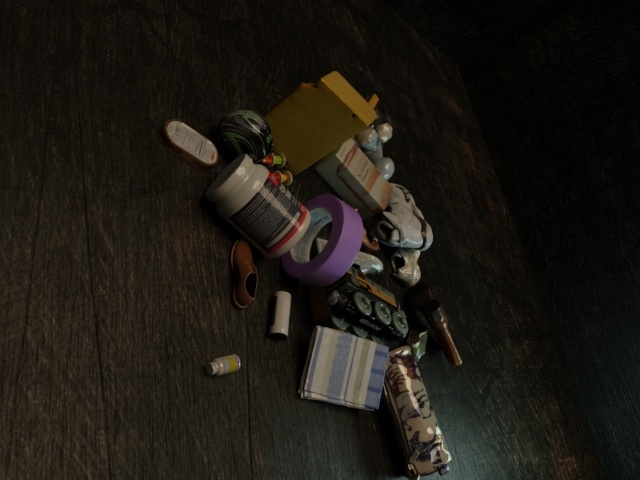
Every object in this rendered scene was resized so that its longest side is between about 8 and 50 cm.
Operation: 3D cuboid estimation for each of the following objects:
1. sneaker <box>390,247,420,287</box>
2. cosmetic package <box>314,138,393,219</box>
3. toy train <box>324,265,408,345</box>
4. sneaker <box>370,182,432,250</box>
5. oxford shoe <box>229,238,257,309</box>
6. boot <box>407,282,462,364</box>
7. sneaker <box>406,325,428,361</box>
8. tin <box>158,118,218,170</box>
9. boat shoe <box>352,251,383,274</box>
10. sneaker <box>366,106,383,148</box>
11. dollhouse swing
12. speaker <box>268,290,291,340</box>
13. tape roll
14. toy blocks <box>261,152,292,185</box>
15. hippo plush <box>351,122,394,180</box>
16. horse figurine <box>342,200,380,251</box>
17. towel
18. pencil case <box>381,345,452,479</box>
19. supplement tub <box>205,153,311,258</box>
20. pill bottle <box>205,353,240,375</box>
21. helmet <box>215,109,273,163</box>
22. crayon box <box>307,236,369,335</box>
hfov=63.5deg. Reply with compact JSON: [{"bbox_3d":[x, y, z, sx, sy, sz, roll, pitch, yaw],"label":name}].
[{"bbox_3d":[0.342,0.055,2.123,0.121,0.099,0.263,29,45,-31],"label":"sneaker"},{"bbox_3d":[0.135,-0.244,2.027,0.296,0.129,0.153,44,47,-21],"label":"cosmetic package"},{"bbox_3d":[0.145,0.201,1.615,0.333,0.142,0.190,31,36,-35],"label":"toy train"},{"bbox_3d":[0.289,-0.107,2.106,0.210,0.137,0.366,0,46,-35],"label":"sneaker"},{"bbox_3d":[-0.205,0.083,1.450,0.076,0.076,0.213,20,51,-40],"label":"oxford shoe"},{"bbox_3d":[0.461,0.325,2.063,0.281,0.096,0.264,62,-8,-24],"label":"boot"},{"bbox_3d":[0.368,0.393,1.961,0.192,0.064,0.086,-27,112,-65],"label":"sneaker"},{"bbox_3d":[-0.381,-0.278,1.511,0.189,0.040,0.106,32,49,-34],"label":"tin"},{"bbox_3d":[0.115,0.081,1.711,0.227,0.079,0.081,24,58,-33],"label":"boat shoe"},{"bbox_3d":[0.215,-0.495,2.353,0.228,0.130,0.087,66,9,-48],"label":"sneaker"},{"bbox_3d":[-0.006,-0.456,1.819,0.315,0.346,0.305,38,42,-28],"label":"dollhouse swing"},{"bbox_3d":[-0.115,0.217,1.485,0.055,0.055,0.136,32,45,-34],"label":"speaker"},{"bbox_3d":[0.000,0.000,1.584,0.090,0.274,0.275,30,46,-37],"label":"tape roll"},{"bbox_3d":[-0.172,-0.238,1.722,0.148,0.054,0.123,-10,75,-52],"label":"toy blocks"},{"bbox_3d":[0.187,-0.342,2.153,0.294,0.234,0.237,-142,-145,-75],"label":"hippo plush"},{"bbox_3d":[0.111,-0.061,1.942,0.263,0.066,0.175,27,42,-41],"label":"horse figurine"},{"bbox_3d":[0.075,0.382,1.531,0.284,0.034,0.210,21,74,-29],"label":"towel"},{"bbox_3d":[0.276,0.542,1.657,0.183,0.159,0.411,4,63,-62],"label":"pencil case"},{"bbox_3d":[-0.178,-0.097,1.503,0.272,0.191,0.191,45,39,-22],"label":"supplement tub"},{"bbox_3d":[-0.242,0.309,1.278,0.083,0.043,0.044,-1,67,-50],"label":"pill bottle"},{"bbox_3d":[-0.239,-0.330,1.625,0.162,0.169,0.169,63,32,-27],"label":"helmet"},{"bbox_3d":[0.055,0.165,1.705,0.202,0.081,0.319,17,54,-44],"label":"crayon box"}]
